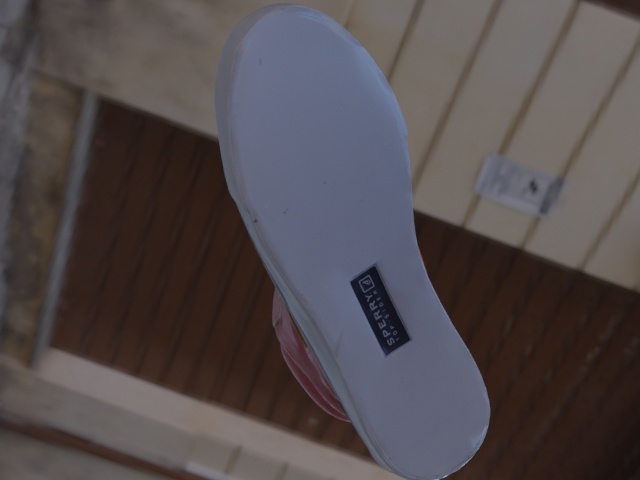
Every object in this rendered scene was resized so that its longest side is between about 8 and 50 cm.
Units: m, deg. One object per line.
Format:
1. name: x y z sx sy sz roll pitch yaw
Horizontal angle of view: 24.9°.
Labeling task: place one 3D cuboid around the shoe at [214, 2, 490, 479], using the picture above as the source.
1. shoe: 0.000 0.000 0.521 0.063 0.178 0.081 -28 -161 -16
